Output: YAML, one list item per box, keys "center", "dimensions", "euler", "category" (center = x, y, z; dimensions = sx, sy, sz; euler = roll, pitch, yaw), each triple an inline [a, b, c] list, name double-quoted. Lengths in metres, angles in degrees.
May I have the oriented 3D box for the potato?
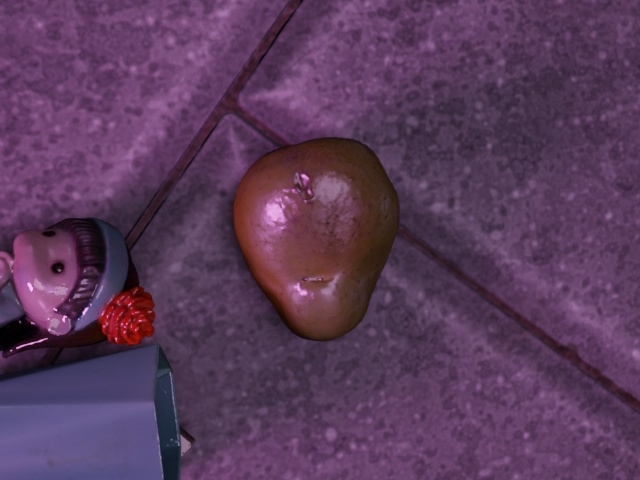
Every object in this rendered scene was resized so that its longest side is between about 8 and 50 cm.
- center: [0.000, 0.000, 1.074]
  dimensions: [0.157, 0.157, 0.194]
  euler: [-7, 96, -18]
  category: "potato"

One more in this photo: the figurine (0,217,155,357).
- center: [-0.275, 0.060, 0.997]
  dimensions: [0.246, 0.110, 0.137]
  euler: [-14, 61, -12]
  category: "figurine"

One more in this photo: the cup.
- center: [-0.244, 0.177, 0.982]
  dimensions: [0.236, 0.134, 0.148]
  euler: [-8, 93, 1]
  category: "cup"

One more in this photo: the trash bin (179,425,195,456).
- center: [-0.174, 0.179, 1.074]
  dimensions: [0.092, 0.043, 0.061]
  euler: [45, 78, -10]
  category: "trash bin"
